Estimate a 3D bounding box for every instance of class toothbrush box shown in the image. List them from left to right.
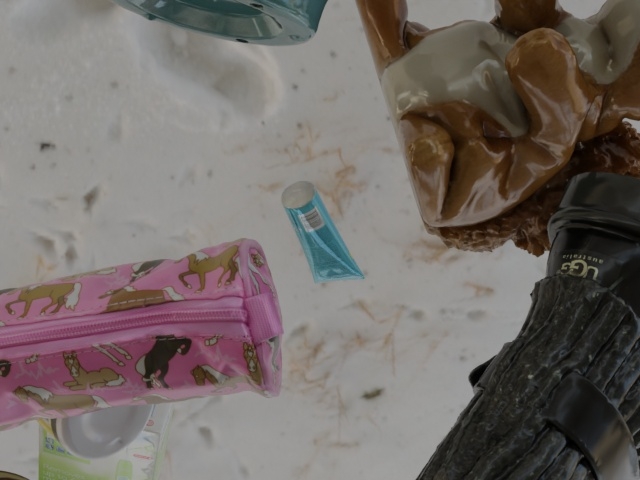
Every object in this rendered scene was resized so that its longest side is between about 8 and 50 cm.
[{"bbox_3d":[-0.375,0.344,1.683,0.206,0.122,0.283,15,133,-3],"label":"toothbrush box"}]

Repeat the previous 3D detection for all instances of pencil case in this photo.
[{"bbox_3d":[-0.221,0.095,0.895,0.386,0.167,0.160,-8,121,3],"label":"pencil case"}]

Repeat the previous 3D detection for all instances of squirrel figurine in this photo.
[{"bbox_3d":[0.271,-0.143,1.083,0.370,0.281,0.397,-17,139,5],"label":"squirrel figurine"}]

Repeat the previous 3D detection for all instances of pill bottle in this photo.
[{"bbox_3d":[-0.295,0.154,1.111,0.119,0.208,0.119,-22,124,-36],"label":"pill bottle"}]

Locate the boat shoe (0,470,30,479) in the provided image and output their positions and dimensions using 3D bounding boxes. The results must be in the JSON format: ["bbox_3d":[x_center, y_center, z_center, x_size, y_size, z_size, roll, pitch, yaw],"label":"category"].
[{"bbox_3d":[-0.254,0.210,0.703,0.064,0.060,0.178,-59,157,-3],"label":"boat shoe"}]

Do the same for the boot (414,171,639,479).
[{"bbox_3d":[0.203,0.147,0.672,0.348,0.131,0.260,43,66,-38],"label":"boot"}]

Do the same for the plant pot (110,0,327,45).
[{"bbox_3d":[-0.063,-0.296,0.746,0.271,0.271,0.255,12,89,-20],"label":"plant pot"}]

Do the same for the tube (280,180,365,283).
[{"bbox_3d":[0.000,0.000,1.416,0.080,0.052,0.207,-3,140,20],"label":"tube"}]
